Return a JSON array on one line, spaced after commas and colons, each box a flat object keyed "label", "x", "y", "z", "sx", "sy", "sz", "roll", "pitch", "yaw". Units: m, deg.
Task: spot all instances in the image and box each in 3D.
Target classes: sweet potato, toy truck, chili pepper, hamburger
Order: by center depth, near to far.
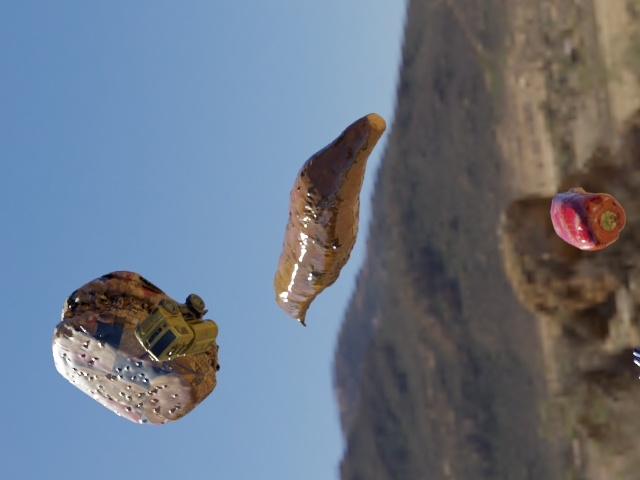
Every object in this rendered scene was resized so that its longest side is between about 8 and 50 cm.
[{"label": "sweet potato", "x": 0.000, "y": 0.000, "z": 1.345, "sx": 0.314, "sy": 0.066, "sz": 0.072, "roll": 104, "pitch": 158, "yaw": -54}, {"label": "toy truck", "x": -0.146, "y": 0.091, "z": 1.556, "sx": 0.054, "sy": 0.049, "sz": 0.083, "roll": 51, "pitch": -155, "yaw": 16}, {"label": "chili pepper", "x": 0.319, "y": -0.027, "z": 1.850, "sx": 0.073, "sy": 0.070, "sz": 0.123, "roll": -63, "pitch": 11, "yaw": -1}, {"label": "hamburger", "x": -0.241, "y": 0.147, "z": 1.985, "sx": 0.107, "sy": 0.231, "sz": 0.231, "roll": -70, "pitch": -26, "yaw": -45}]

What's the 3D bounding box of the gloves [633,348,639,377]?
[{"label": "gloves", "x": 0.414, "y": 0.142, "z": 1.828, "sx": 0.026, "sy": 0.086, "sz": 0.064, "roll": 4, "pitch": -82, "yaw": -66}]
